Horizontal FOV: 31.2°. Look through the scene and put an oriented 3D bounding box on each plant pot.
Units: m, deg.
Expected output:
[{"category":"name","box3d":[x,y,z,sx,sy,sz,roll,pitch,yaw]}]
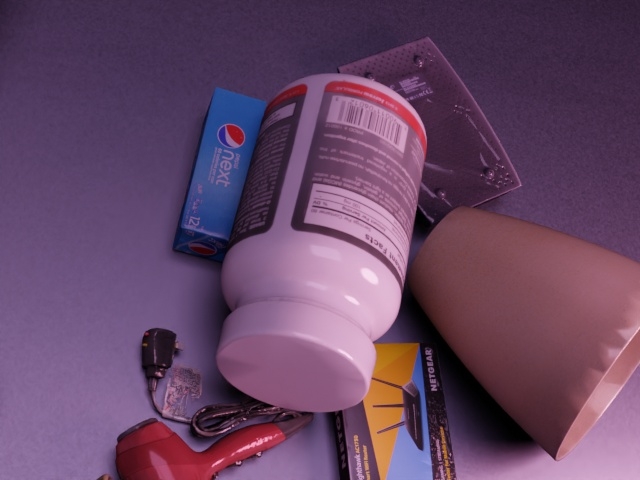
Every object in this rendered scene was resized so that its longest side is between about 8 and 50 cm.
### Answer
[{"category":"plant pot","box3d":[0.249,0.083,1.395,0.274,0.256,0.256,35,59,21]}]

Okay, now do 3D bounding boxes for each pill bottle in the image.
[{"category":"pill bottle","box3d":[0.000,0.000,1.341,0.210,0.210,0.363,18,56,-8]}]

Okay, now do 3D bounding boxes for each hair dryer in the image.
[{"category":"hair dryer","box3d":[-0.116,0.238,1.283,0.224,0.080,0.293,14,62,-11]}]

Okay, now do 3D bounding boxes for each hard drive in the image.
[{"category":"hard drive","box3d":[0.141,-0.146,1.560,0.172,0.054,0.254,-23,74,-25]}]

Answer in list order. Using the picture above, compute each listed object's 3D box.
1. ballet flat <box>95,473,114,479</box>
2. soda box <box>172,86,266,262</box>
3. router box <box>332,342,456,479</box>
[{"category":"ballet flat","box3d":[-0.272,0.402,1.144,0.123,0.123,0.348,9,63,-13]},{"category":"soda box","box3d":[-0.126,-0.083,1.441,0.071,0.067,0.210,15,62,-10]},{"category":"router box","box3d":[0.084,0.214,1.374,0.133,0.046,0.179,0,65,-16]}]
